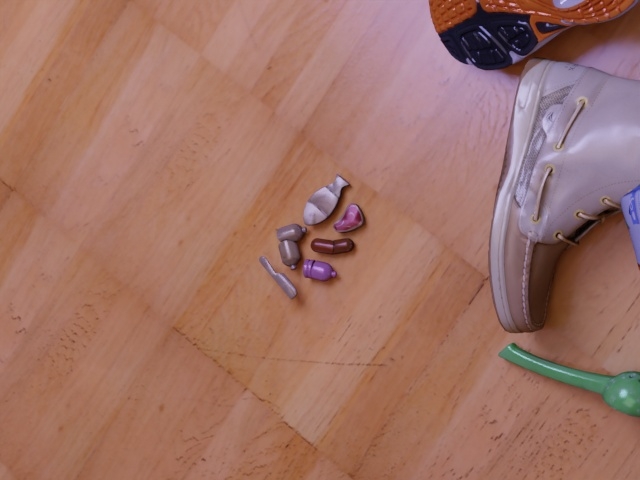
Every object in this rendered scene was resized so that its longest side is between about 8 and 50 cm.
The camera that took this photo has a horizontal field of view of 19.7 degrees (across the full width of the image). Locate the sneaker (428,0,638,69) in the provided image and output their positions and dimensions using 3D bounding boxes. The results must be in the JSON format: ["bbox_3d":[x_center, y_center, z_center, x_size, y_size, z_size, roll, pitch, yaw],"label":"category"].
[{"bbox_3d":[0.222,-0.237,1.741,0.262,0.121,0.099,-10,107,45],"label":"sneaker"}]

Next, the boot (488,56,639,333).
[{"bbox_3d":[0.270,-0.031,1.714,0.203,0.095,0.262,9,89,23],"label":"boot"}]

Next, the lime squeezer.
[{"bbox_3d":[0.294,0.195,1.720,0.110,0.059,0.310,-42,75,18],"label":"lime squeezer"}]

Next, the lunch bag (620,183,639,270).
[{"bbox_3d":[0.405,-0.031,1.528,0.303,0.243,0.115,-12,85,-10],"label":"lunch bag"}]

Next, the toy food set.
[{"bbox_3d":[0.000,0.000,1.873,0.122,0.019,0.078,-43,74,10],"label":"toy food set"}]
